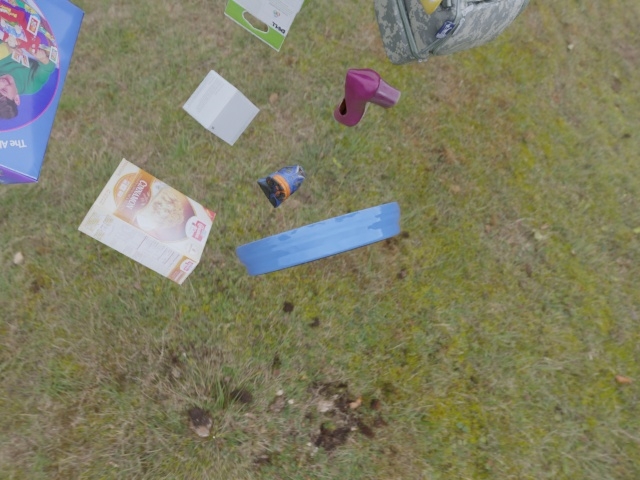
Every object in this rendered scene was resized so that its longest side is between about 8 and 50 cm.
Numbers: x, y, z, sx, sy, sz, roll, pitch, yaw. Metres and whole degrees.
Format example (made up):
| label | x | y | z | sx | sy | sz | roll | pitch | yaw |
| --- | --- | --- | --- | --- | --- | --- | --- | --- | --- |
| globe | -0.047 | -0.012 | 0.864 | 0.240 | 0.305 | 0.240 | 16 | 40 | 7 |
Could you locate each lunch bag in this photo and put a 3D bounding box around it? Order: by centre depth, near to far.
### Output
| label | x | y | z | sx | sy | sz | roll | pitch | yaw |
| --- | --- | --- | --- | --- | --- | --- | --- | --- | --- |
| lunch bag | 0.313 | -0.554 | 1.367 | 0.305 | 0.256 | 0.212 | -25 | 105 | -32 |

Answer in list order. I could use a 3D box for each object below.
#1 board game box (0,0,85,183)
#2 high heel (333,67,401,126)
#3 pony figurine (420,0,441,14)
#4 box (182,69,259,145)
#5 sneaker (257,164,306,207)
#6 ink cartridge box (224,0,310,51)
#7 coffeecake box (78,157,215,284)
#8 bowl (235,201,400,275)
| label | x | y | z | sx | sy | sz | roll | pitch | yaw |
| --- | --- | --- | --- | --- | --- | --- | --- | --- | --- |
| board game box | -0.438 | -0.226 | 0.589 | 0.078 | 0.347 | 0.233 | 1 | 75 | 33 |
| high heel | 0.089 | -0.467 | 1.836 | 0.182 | 0.377 | 0.127 | 23 | 78 | -23 |
| pony figurine | 0.089 | -0.539 | 0.814 | 0.364 | 0.351 | 0.302 | 17 | 51 | -21 |
| box | -0.204 | -0.272 | 1.191 | 0.087 | 0.102 | 0.101 | 41 | 95 | 27 |
| sneaker | -0.088 | -0.133 | 1.385 | 0.087 | 0.221 | 0.083 | -33 | 102 | -14 |
| ink cartridge box | -0.120 | -0.660 | 1.505 | 0.189 | 0.255 | 0.097 | 34 | 47 | -5 |
| coffeecake box | -0.285 | -0.033 | 0.976 | 0.186 | 0.068 | 0.142 | 32 | 33 | -20 |
| bowl | 0.000 | 0.000 | 1.343 | 0.392 | 0.391 | 0.077 | -16 | 90 | -15 |
